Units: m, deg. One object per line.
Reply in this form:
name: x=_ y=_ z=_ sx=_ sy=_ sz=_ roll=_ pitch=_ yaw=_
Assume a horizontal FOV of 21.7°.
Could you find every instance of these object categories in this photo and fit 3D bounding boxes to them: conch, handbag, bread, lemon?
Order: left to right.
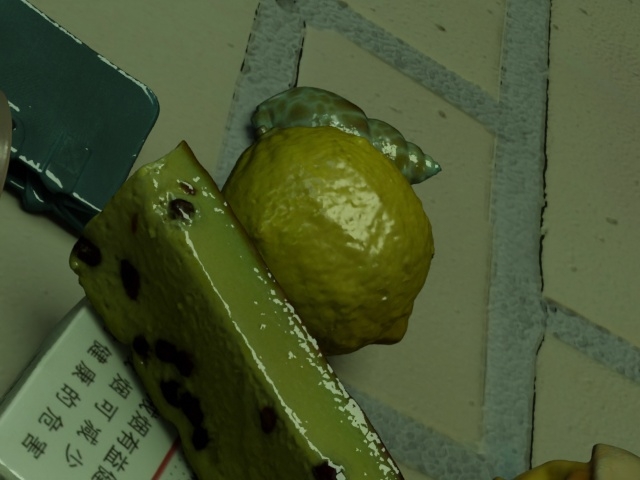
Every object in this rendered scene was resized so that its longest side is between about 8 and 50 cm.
handbag: x=-0.263 y=-0.120 z=1.461 sx=0.229 sy=0.062 sz=0.179 roll=35 pitch=42 yaw=-15
bread: x=-0.061 y=0.111 z=1.265 sx=0.077 sy=0.138 sz=0.361 roll=-21 pitch=74 yaw=-47
lemon: x=0.000 y=0.000 z=1.503 sx=0.231 sy=0.192 sz=0.192 roll=57 pitch=41 yaw=0
conch: x=0.012 y=-0.095 z=1.660 sx=0.173 sy=0.106 sz=0.116 roll=48 pitch=20 yaw=20

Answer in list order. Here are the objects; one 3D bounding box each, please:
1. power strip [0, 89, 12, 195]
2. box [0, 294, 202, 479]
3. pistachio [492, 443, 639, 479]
power strip: x=-0.305 y=-0.058 z=1.312 sx=0.078 sy=0.154 sz=0.154 roll=15 pitch=51 yaw=-30
box: x=-0.113 y=0.218 z=1.310 sx=0.330 sy=0.095 sz=0.210 roll=40 pitch=40 yaw=-8
pistachio: x=0.243 y=0.334 z=1.461 sx=0.230 sy=0.230 sz=0.309 roll=7 pitch=52 yaw=-38
